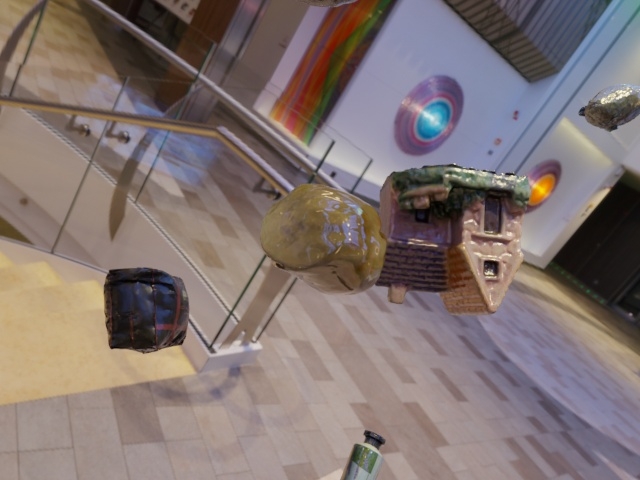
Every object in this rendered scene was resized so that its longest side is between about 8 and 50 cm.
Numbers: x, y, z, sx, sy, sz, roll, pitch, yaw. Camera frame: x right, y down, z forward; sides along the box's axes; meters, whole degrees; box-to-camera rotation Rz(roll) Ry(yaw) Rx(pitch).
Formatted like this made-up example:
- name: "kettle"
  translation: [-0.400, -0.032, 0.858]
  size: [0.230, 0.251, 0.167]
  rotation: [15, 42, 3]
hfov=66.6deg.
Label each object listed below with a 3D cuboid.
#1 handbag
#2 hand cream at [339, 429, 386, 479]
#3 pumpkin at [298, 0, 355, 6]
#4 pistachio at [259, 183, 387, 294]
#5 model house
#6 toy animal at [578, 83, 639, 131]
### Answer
- name: "handbag"
  translation: [-0.357, 0.149, 1.016]
  size: [0.155, 0.169, 0.215]
  rotation: [-2, -11, -1]
- name: "hand cream"
  translation: [0.040, 0.456, 0.818]
  size: [0.058, 0.271, 0.091]
  rotation: [36, -28, -11]
- name: "pumpkin"
  translation: [0.001, -0.389, 0.579]
  size: [0.219, 0.219, 0.162]
  rotation: [28, 21, -13]
- name: "pistachio"
  translation: [0.000, 0.000, 0.808]
  size: [0.197, 0.166, 0.288]
  rotation: [-21, 18, -18]
- name: "model house"
  translation: [0.223, 0.010, 0.860]
  size: [0.237, 0.237, 0.202]
  rotation: [6, -8, -10]
- name: "toy animal"
  translation: [0.573, -0.245, 0.894]
  size: [0.253, 0.079, 0.070]
  rotation: [-7, 54, -27]
